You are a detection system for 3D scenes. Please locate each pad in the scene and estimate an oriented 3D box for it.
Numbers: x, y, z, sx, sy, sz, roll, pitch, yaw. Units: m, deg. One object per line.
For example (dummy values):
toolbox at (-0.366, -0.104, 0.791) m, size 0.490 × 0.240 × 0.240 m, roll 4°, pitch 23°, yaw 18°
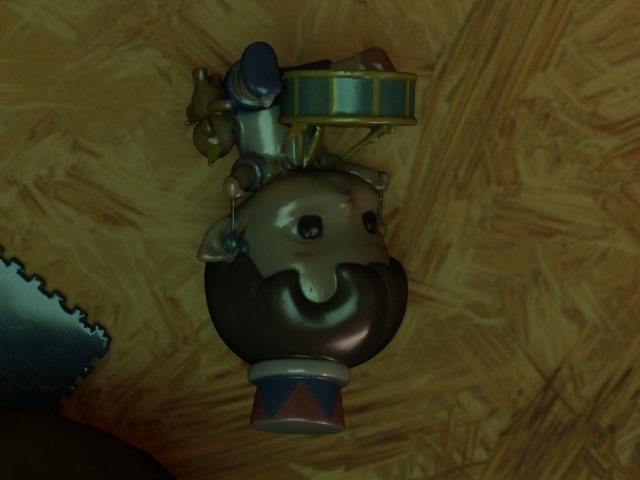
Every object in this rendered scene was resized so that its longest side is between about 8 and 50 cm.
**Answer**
pad at (-0.340, 0.094, 1.011) m, size 0.270 × 0.012 × 0.269 m, roll 37°, pitch 98°, yaw -6°

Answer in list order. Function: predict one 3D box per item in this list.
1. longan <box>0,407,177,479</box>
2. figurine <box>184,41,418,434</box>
longan at (-0.224, 0.304, 0.861) m, size 0.391 × 0.391 × 0.391 m, roll 0°, pitch 100°, yaw 1°
figurine at (-0.006, -0.001, 0.916) m, size 0.161 × 0.158 × 0.275 m, roll -8°, pitch 100°, yaw -38°
